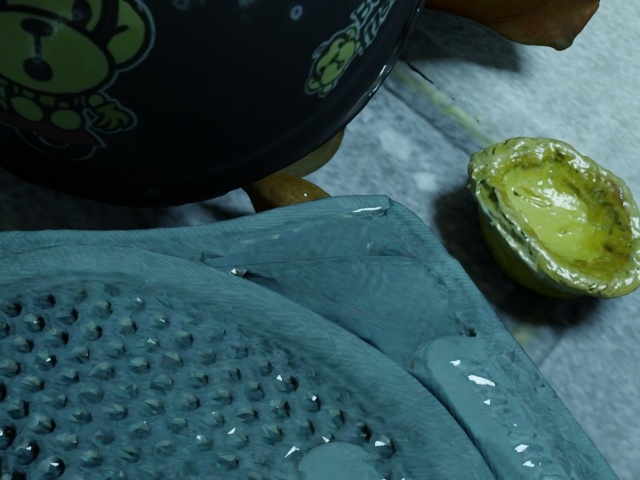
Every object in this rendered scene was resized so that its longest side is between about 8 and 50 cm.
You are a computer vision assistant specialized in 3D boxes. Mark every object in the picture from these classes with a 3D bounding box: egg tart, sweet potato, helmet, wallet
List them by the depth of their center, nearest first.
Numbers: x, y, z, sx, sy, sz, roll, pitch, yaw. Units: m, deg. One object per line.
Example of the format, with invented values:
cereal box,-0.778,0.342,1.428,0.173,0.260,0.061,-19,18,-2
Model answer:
wallet,-0.001,0.096,0.563,0.237,0.075,0.342,-4,40,-28
helmet,-0.065,-0.159,0.698,0.230,0.160,0.279,27,80,14
sweet potato,0.000,0.000,0.764,0.095,0.034,0.034,46,41,0
egg tart,0.114,-0.006,0.835,0.105,0.039,0.105,18,43,-17

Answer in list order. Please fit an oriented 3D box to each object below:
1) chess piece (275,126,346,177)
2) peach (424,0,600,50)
chess piece,-0.023,-0.091,0.813,0.066,0.066,0.122,15,41,-19
peach,0.086,-0.222,0.898,0.257,0.232,0.232,64,34,-24
